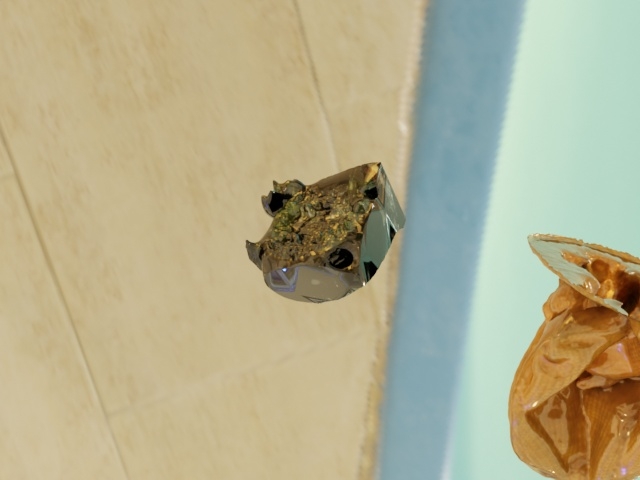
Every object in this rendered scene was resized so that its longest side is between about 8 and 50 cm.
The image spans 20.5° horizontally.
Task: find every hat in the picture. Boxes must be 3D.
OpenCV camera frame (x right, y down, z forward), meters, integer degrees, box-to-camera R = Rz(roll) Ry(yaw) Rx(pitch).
[{"bbox_3d":[0.246,0.146,1.489,0.244,0.233,0.233,22,104,10],"label":"hat"}]

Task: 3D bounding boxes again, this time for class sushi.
[{"bbox_3d":[0.000,0.000,1.138,0.085,0.083,0.056,-4,137,24],"label":"sushi"}]
